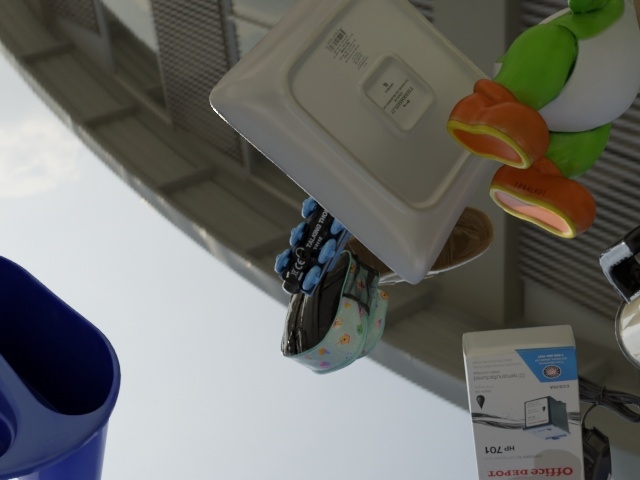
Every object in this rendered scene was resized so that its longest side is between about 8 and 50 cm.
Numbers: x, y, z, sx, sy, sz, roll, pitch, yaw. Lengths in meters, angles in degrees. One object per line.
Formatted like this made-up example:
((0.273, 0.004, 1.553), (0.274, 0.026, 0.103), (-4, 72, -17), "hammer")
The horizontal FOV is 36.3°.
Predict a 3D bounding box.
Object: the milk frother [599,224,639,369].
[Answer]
((0.315, 0.031, 0.790), (0.143, 0.129, 0.135), (-20, 167, -2), "milk frother")

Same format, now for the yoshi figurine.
((0.295, -0.181, 0.886), (0.203, 0.203, 0.362), (37, -103, 5), "yoshi figurine")

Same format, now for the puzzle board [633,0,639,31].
((0.264, -0.211, 0.707), (0.011, 0.128, 0.096), (-35, -152, -28), "puzzle board")

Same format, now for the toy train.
((0.000, 0.000, 1.504), (0.080, 0.184, 0.105), (31, -165, 18), "toy train")

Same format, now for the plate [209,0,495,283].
((0.068, -0.141, 0.995), (0.277, 0.278, 0.045), (-53, -171, -32), "plate")

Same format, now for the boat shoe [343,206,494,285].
((0.182, 0.012, 1.833), (0.341, 0.122, 0.110), (-14, 167, 34), "boat shoe")

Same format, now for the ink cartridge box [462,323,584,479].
((0.263, 0.213, 1.257), (0.139, 0.191, 0.082), (-6, -164, 10), "ink cartridge box")

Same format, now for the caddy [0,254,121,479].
((-0.334, 0.122, 0.869), (0.341, 0.179, 0.241), (31, -144, 30), "caddy")

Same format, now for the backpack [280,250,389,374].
((0.021, 0.135, 1.653), (0.165, 0.144, 0.188), (-23, -145, 43), "backpack")

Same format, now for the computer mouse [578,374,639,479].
((0.431, 0.340, 1.474), (0.060, 0.262, 0.184), (3, -177, -42), "computer mouse")
